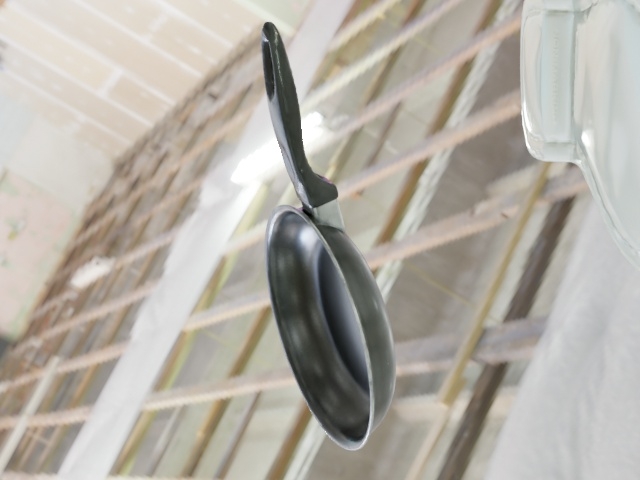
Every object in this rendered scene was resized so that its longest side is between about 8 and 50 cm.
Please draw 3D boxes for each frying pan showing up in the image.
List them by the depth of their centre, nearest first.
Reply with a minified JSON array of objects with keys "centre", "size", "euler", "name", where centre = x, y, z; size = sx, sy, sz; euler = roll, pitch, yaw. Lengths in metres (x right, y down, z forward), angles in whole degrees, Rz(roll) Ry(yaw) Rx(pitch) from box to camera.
[{"centre":[-0.010,0.002,0.938],"size":[0.197,0.053,0.326],"euler":[180,-105,-70],"name":"frying pan"}]

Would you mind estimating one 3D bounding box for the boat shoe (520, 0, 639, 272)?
[{"centre":[0.150,-0.058,0.495],"size":[0.305,0.091,0.109],"euler":[-96,-176,-75],"name":"boat shoe"}]
